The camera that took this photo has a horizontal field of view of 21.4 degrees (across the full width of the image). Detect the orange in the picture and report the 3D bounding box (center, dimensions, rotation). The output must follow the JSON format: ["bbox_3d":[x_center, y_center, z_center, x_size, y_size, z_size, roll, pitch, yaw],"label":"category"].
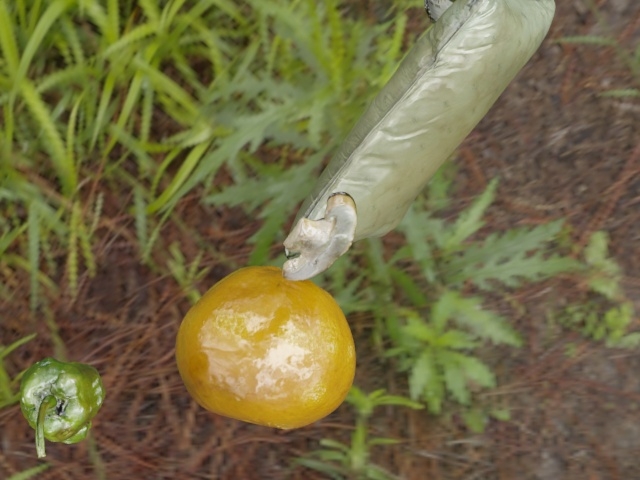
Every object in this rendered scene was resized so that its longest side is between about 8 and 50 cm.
[{"bbox_3d":[-0.045,0.091,1.454,0.159,0.159,0.136,13,85,-12],"label":"orange"}]

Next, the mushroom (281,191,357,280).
[{"bbox_3d":[0.000,0.000,1.350,0.049,0.101,0.019,17,43,-19],"label":"mushroom"}]

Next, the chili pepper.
[{"bbox_3d":[-0.213,0.130,1.396,0.072,0.204,0.073,-32,87,-8],"label":"chili pepper"}]

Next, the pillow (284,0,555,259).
[{"bbox_3d":[0.091,-0.106,1.484,0.075,0.185,0.302,45,112,15],"label":"pillow"}]

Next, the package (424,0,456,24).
[{"bbox_3d":[0.104,-0.319,1.635,0.030,0.154,0.239,-16,83,26],"label":"package"}]
